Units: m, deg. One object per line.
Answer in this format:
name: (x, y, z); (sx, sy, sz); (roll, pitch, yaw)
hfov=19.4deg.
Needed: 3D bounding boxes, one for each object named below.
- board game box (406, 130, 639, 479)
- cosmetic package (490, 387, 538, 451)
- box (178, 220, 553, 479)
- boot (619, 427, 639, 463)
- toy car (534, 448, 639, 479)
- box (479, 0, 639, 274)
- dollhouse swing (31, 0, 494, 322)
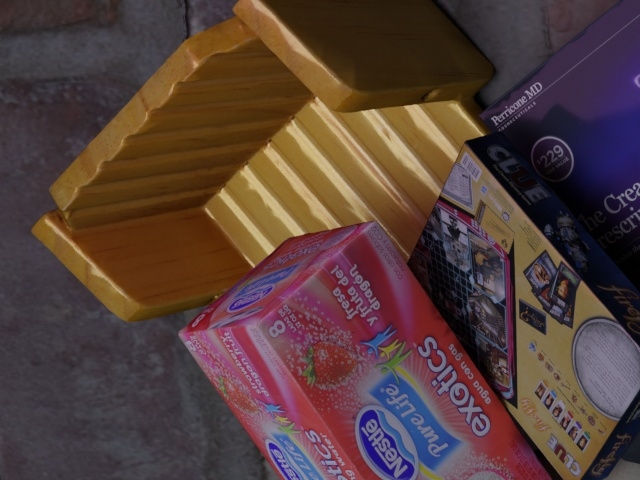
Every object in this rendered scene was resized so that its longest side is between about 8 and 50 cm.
board game box: (0.172, 0.055, 1.487); (0.243, 0.042, 0.165); (53, 141, 27)
cosmetic package: (0.164, 0.143, 1.661); (0.060, 0.099, 0.239); (31, 129, -17)
box: (0.042, 0.147, 1.536); (0.300, 0.142, 0.154); (56, 154, -13)
boot: (0.448, 0.020, 1.405); (0.367, 0.146, 0.445); (13, 131, -8)
toy car: (0.286, 0.272, 1.622); (0.238, 0.219, 0.210); (32, 136, -19)
box: (0.287, -0.111, 1.510); (0.261, 0.103, 0.184); (-40, 82, 36)
dollhouse swing: (0.000, 0.000, 1.636); (0.347, 0.315, 0.305); (-41, 72, 35)
